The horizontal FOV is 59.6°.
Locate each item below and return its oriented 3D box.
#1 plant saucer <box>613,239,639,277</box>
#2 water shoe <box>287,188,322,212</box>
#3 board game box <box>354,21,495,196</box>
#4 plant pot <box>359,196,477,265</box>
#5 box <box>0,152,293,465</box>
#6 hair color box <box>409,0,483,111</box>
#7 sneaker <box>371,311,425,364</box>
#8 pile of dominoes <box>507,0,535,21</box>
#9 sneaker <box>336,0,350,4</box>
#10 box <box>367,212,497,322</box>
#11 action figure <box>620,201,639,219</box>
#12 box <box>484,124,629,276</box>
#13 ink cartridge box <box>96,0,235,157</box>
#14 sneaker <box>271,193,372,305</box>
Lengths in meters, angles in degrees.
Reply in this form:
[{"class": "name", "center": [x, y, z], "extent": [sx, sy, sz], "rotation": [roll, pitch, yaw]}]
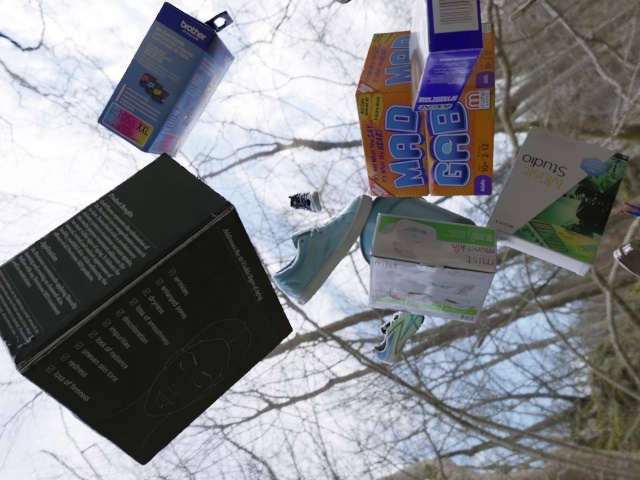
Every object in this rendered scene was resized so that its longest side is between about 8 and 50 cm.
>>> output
[{"class": "plant saucer", "center": [0.776, 0.063, 1.191], "extent": [0.278, 0.041, 0.278], "rotation": [11, -159, -4]}, {"class": "water shoe", "center": [-0.051, -0.113, 1.703], "extent": [0.080, 0.203, 0.073], "rotation": [-16, -82, -10]}, {"class": "board game box", "center": [0.325, -0.378, 1.644], "extent": [0.356, 0.356, 0.356], "rotation": [75, -157, -43]}, {"class": "plant pot", "center": [0.374, 0.000, 2.044], "extent": [0.341, 0.341, 0.334], "rotation": [5, -167, -38]}, {"class": "box", "center": [-0.369, 0.157, 1.242], "extent": [0.472, 0.480, 0.297], "rotation": [-39, -129, -18]}, {"class": "hair color box", "center": [0.253, -0.414, 1.180], "extent": [0.110, 0.339, 0.185], "rotation": [-2, -96, 6]}, {"class": "sneaker", "center": [0.215, 0.224, 1.496], "extent": [0.086, 0.237, 0.085], "rotation": [27, -168, -5]}, {"class": "pile of dominoes", "center": [0.409, -0.453, 0.939], "extent": [0.040, 0.196, 0.251], "rotation": [55, -145, -9]}, {"class": "sneaker", "center": [0.062, -0.568, 1.263], "extent": [0.118, 0.067, 0.042], "rotation": [-25, -75, -55]}, {"class": "box", "center": [0.245, 0.068, 1.268], "extent": [0.262, 0.231, 0.127], "rotation": [8, -125, 10]}, {"class": "action figure", "center": [0.843, -0.072, 1.469], "extent": [0.115, 0.038, 0.030], "rotation": [11, -169, -23]}, {"class": "box", "center": [0.535, -0.101, 1.268], "extent": [0.232, 0.058, 0.322], "rotation": [23, -114, 17]}, {"class": "ink cartridge box", "center": [-0.364, -0.418, 1.422], "extent": [0.151, 0.395, 0.270], "rotation": [31, -174, -2]}, {"class": "sneaker", "center": [0.000, 0.000, 1.557], "extent": [0.150, 0.135, 0.366], "rotation": [36, -92, -9]}]
